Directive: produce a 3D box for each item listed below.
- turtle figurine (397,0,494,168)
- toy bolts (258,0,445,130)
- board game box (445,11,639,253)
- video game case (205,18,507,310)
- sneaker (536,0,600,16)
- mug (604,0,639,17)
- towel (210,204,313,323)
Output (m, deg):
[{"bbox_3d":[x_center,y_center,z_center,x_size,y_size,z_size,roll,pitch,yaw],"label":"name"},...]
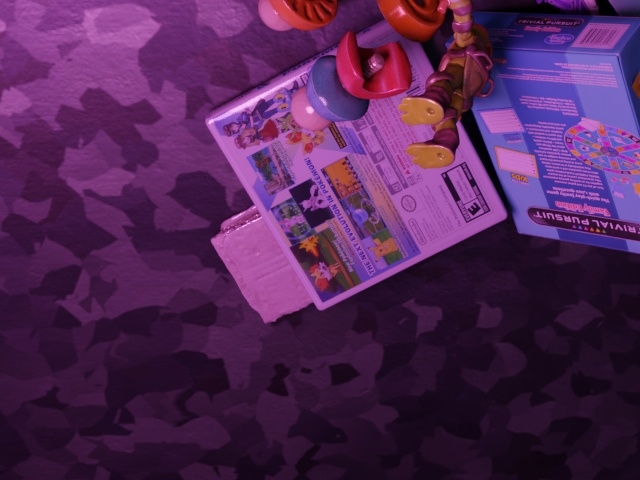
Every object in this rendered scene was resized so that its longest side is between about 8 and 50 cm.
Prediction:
[{"bbox_3d":[0.164,-0.189,1.573,0.087,0.217,0.269,16,143,13],"label":"turtle figurine"},{"bbox_3d":[0.033,-0.242,1.619,0.218,0.228,0.158,14,150,-36],"label":"toy bolts"},{"bbox_3d":[0.334,-0.138,1.704,0.254,0.079,0.336,12,141,41],"label":"board game box"},{"bbox_3d":[0.053,-0.100,1.768,0.300,0.036,0.329,-27,114,8],"label":"video game case"},{"bbox_3d":[0.298,-0.336,1.656,0.071,0.068,0.170,-23,126,17],"label":"sneaker"},{"bbox_3d":[0.428,-0.297,1.659,0.097,0.129,0.158,-31,123,12],"label":"mug"},{"bbox_3d":[0.000,0.000,1.874,0.282,0.049,0.187,-22,126,7],"label":"towel"}]
